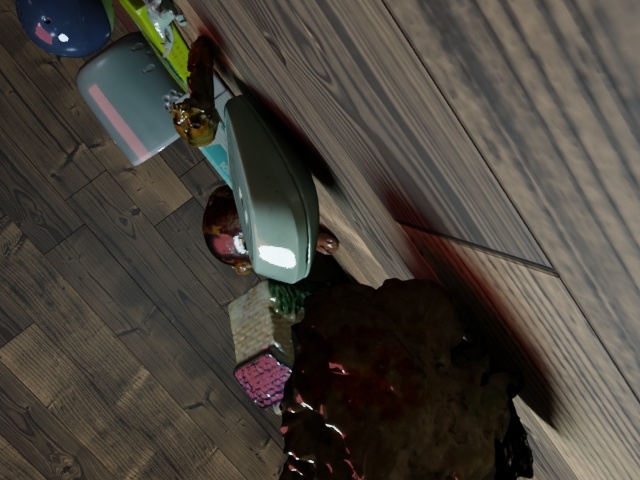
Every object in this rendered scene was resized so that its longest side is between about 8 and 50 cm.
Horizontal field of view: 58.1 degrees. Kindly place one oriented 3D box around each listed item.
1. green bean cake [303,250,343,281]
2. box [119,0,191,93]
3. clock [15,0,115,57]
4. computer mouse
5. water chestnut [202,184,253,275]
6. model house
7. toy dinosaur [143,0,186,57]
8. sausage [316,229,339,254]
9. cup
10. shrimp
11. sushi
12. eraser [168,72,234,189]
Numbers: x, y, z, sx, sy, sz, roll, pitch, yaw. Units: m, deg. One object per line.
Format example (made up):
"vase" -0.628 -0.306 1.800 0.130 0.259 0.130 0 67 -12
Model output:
"green bean cake" -0.051 0.057 1.574 0.241 0.132 0.255 47 175 8
"box" -0.290 -0.370 1.083 0.187 0.047 0.335 49 176 24
"clock" -0.406 -0.411 0.903 0.199 0.146 0.244 45 142 30
"computer mouse" -0.061 -0.073 0.744 0.289 0.096 0.160 -111 16 -46
"water chestnut" -0.133 -0.048 1.233 0.223 0.238 0.224 10 163 3
"model house" -0.046 0.263 1.365 0.298 0.243 0.285 13 -120 -38
"toy dinosaur" -0.230 -0.325 0.834 0.082 0.039 0.209 55 165 3
"sausage" 0.000 0.000 1.124 0.043 0.043 0.186 53 175 -10
"cup" -0.467 -0.409 1.568 0.275 0.259 0.357 55 -154 -21
"shrimp" -0.161 -0.188 0.761 0.249 0.067 0.150 -112 21 -66
"sushi" 0.070 0.151 0.513 0.219 0.224 0.239 68 -178 -50
"eraser" -0.141 -0.155 0.950 0.225 0.095 0.052 53 179 -15
